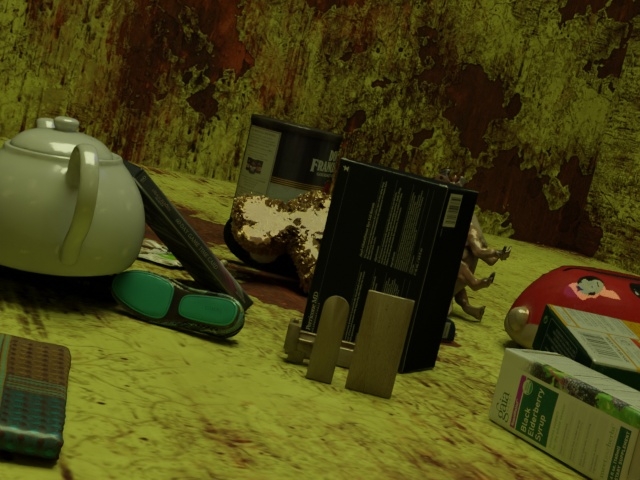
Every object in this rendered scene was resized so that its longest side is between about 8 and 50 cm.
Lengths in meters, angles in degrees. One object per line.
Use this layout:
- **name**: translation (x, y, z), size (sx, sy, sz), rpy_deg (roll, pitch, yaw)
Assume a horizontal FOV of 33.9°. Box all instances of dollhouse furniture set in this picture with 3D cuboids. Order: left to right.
- **dollhouse furniture set**: translation (0.033, 0.107, 1.339), size (0.144, 0.123, 0.151), rpy_deg (14, 7, 2)

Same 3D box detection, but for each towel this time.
- **towel**: translation (-0.403, 0.105, 0.902), size (0.370, 0.040, 0.271), rpy_deg (14, 8, -14)

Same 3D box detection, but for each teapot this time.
- **teapot**: translation (-0.341, -0.067, 1.374), size (0.255, 0.187, 0.252), rpy_deg (15, 12, 20)

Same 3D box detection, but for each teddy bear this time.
- **teddy bear**: translation (0.000, 0.000, 1.901), size (0.337, 0.113, 0.245), rpy_deg (-9, 56, -26)

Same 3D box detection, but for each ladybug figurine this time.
- **ladybug figurine**: translation (0.522, 0.143, 1.820), size (0.449, 0.162, 0.305), rpy_deg (10, 8, -27)

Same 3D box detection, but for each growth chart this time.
- **growth chart**: translation (-0.291, 0.019, 1.850), size (0.237, 0.021, 0.172), rpy_deg (15, 6, 9)

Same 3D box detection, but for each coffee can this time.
- **coffee can**: translation (-0.080, -0.115, 2.255), size (0.201, 0.276, 0.201), rpy_deg (13, 7, -2)

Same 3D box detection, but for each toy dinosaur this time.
- **toy dinosaur**: translation (0.244, 0.032, 2.003), size (0.200, 0.296, 0.127), rpy_deg (21, -26, 14)

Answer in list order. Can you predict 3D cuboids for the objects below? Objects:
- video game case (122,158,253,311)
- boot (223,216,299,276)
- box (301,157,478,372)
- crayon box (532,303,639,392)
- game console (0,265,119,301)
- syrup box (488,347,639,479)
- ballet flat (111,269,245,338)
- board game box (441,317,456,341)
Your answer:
- **video game case**: translation (-0.224, -0.017, 1.576), size (0.274, 0.026, 0.196), rpy_deg (54, -15, -28)
- **boot**: translation (-0.066, 0.004, 2.066), size (0.246, 0.094, 0.207), rpy_deg (20, 10, -4)
- **box**: translation (0.095, 0.032, 1.488), size (0.184, 0.261, 0.103), rpy_deg (18, 9, 33)
- **crayon box**: translation (0.501, 0.197, 1.556), size (0.322, 0.083, 0.203), rpy_deg (11, 18, -11)
- **game console**: translation (-0.435, 0.022, 1.460), size (0.361, 0.044, 0.213), rpy_deg (14, 7, -1)
- **syrup box**: translation (0.306, 0.205, 1.207), size (0.096, 0.093, 0.237), rpy_deg (9, 9, -31)
- **ballet flat**: translation (-0.186, 0.089, 1.383), size (0.188, 0.070, 0.070), rpy_deg (17, 8, 17)
- **board game box**: translation (0.096, 0.105, 1.738), size (0.194, 0.060, 0.194), rpy_deg (9, 9, -32)
